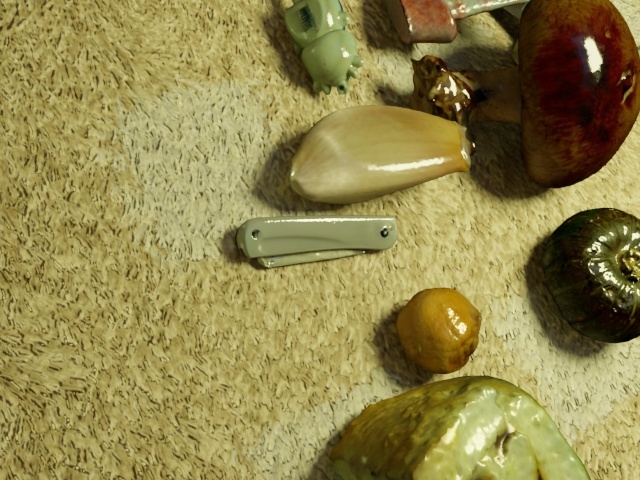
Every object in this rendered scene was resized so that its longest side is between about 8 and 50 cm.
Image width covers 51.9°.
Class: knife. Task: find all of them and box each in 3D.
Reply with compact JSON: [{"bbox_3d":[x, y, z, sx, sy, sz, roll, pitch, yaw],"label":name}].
[{"bbox_3d":[0.000,-0.003,0.994,0.265,0.040,0.073,-5,86,-27],"label":"knife"}]

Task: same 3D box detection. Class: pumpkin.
[{"bbox_3d":[0.503,0.056,1.141,0.237,0.159,0.238,6,74,-20],"label":"pumpkin"}]

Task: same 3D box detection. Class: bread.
[{"bbox_3d":[0.231,0.361,0.862,0.264,0.239,0.395,-37,93,-30],"label":"bread"}]

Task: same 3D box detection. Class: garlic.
[{"bbox_3d":[0.090,-0.136,1.030,0.318,0.112,0.143,-13,67,-14],"label":"garlic"}]

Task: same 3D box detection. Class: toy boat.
[{"bbox_3d":[0.262,-0.440,1.183,0.282,0.096,0.206,-15,47,-4],"label":"toy boat"}]

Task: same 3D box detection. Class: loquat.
[{"bbox_3d":[0.182,0.132,0.997,0.137,0.113,0.137,13,43,-13],"label":"loquat"}]

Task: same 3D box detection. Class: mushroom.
[{"bbox_3d":[0.382,-0.245,1.167,0.331,0.356,0.334,63,31,-8],"label":"mushroom"}]

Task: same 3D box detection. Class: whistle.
[{"bbox_3d":[-0.002,-0.349,1.076,0.092,0.110,0.244,-7,73,-60],"label":"whistle"}]

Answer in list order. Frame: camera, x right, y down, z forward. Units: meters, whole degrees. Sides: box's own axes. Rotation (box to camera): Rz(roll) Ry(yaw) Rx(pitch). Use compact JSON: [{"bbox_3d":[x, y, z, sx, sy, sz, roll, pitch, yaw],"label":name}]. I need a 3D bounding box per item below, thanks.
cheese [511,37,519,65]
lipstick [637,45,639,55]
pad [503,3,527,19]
[{"bbox_3d":[0.502,-0.343,1.337,0.251,0.054,0.127,35,61,-12],"label":"cheese"},{"bbox_3d":[0.705,-0.385,1.434,0.252,0.079,0.077,-26,86,-29],"label":"lipstick"},{"bbox_3d":[0.374,-0.525,1.336,0.211,0.003,0.143,37,60,8],"label":"pad"}]
